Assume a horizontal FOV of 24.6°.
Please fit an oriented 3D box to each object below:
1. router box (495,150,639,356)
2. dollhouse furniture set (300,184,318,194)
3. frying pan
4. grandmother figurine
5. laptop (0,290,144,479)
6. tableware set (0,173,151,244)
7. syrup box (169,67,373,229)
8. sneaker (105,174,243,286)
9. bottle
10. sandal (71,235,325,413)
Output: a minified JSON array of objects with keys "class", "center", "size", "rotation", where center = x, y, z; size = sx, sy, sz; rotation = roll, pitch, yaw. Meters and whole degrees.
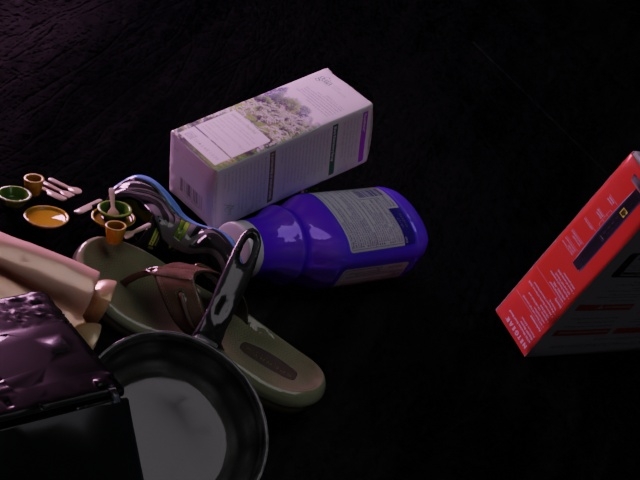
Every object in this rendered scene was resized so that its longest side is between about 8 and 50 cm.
[{"class":"router box","center":[0.440,0.023,1.909],"size":[0.335,0.301,0.082],"rotation":[1,48,-40]},{"class":"dollhouse furniture set","center":[-0.082,-0.066,1.816],"size":[0.152,0.058,0.076],"rotation":[3,51,-11]},{"class":"frying pan","center":[-0.149,0.125,1.449],"size":[0.197,0.053,0.326],"rotation":[10,58,-25]},{"class":"grandmother figurine","center":[-0.369,0.003,1.430],"size":[0.342,0.104,0.208],"rotation":[29,27,-15]},{"class":"laptop","center":[-0.296,0.185,1.283],"size":[0.234,0.136,0.264],"rotation":[-11,38,-35]},{"class":"tableware set","center":[-0.266,-0.036,1.579],"size":[0.154,0.024,0.104],"rotation":[25,31,24]},{"class":"syrup box","center":[-0.057,-0.111,1.748],"size":[0.237,0.096,0.093],"rotation":[-25,50,-31]},{"class":"sneaker","center":[-0.165,0.001,1.636],"size":[0.188,0.067,0.078],"rotation":[38,36,14]},{"class":"bottle","center":[0.000,0.000,1.746],"size":[0.283,0.092,0.118],"rotation":[-8,52,-45]},{"class":"sandal","center":[-0.120,0.073,1.560],"size":[0.303,0.086,0.120],"rotation":[28,34,-2]}]
